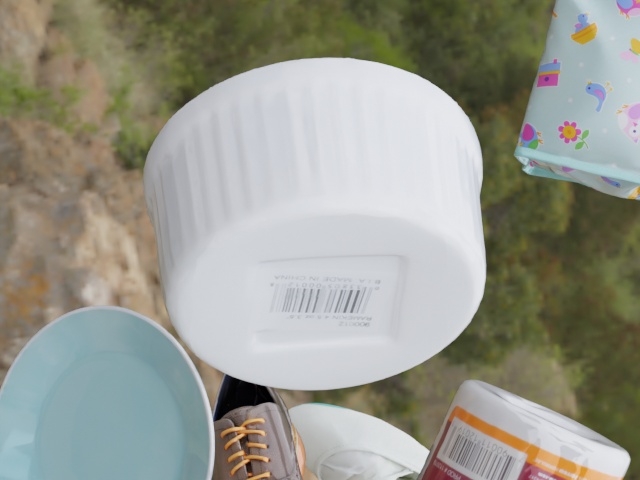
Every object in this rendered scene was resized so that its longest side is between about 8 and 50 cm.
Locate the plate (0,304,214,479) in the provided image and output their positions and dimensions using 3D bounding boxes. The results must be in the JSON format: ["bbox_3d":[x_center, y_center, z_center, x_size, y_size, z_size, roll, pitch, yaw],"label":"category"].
[{"bbox_3d":[-0.146,0.138,0.974,0.024,0.188,0.188,11,72,-59],"label":"plate"}]

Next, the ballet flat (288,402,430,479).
[{"bbox_3d":[0.117,0.358,2.050,0.400,0.139,0.139,28,48,-16],"label":"ballet flat"}]

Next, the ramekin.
[{"bbox_3d":[0.000,0.000,1.134,0.277,0.277,0.135,51,24,-46],"label":"ramekin"}]

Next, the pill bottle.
[{"bbox_3d":[0.194,0.387,1.726,0.224,0.224,0.392,20,94,-62],"label":"pill bottle"}]

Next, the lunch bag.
[{"bbox_3d":[0.367,-0.152,1.561,0.160,0.262,0.223,27,77,-75],"label":"lunch bag"}]

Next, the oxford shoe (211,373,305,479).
[{"bbox_3d":[-0.078,0.256,1.524,0.363,0.130,0.132,-109,-179,-67],"label":"oxford shoe"}]
